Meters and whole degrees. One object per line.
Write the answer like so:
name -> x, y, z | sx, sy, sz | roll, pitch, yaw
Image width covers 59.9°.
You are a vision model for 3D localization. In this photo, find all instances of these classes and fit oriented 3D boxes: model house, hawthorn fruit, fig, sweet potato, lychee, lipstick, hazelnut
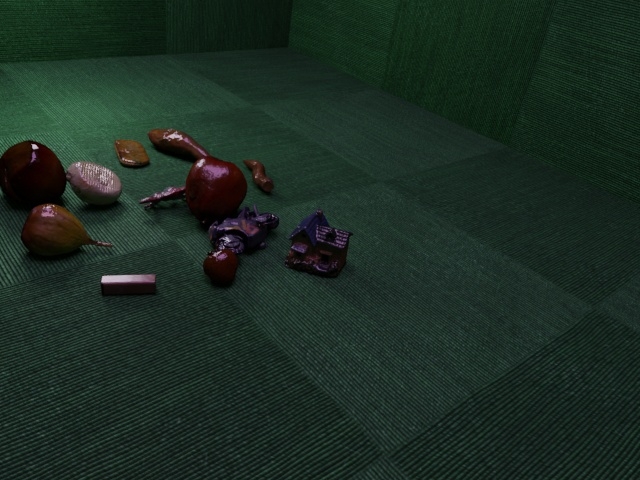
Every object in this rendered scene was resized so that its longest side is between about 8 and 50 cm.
model house -> 0.000, 0.000, 1.799 | 0.183, 0.172, 0.166 | 18, 32, 13
hawthorn fruit -> -0.375, -0.162, 1.938 | 0.224, 0.224, 0.260 | 11, 65, 3
fig -> -0.764, -0.018, 1.690 | 0.257, 0.159, 0.159 | 18, 28, -20
sweet potato -> -0.576, -0.400, 2.357 | 0.386, 0.109, 0.109 | 23, 35, 20
lychee -> -0.297, 0.063, 1.673 | 0.101, 0.114, 0.140 | 21, 52, -37
lipstick -> -0.544, 0.125, 1.578 | 0.146, 0.045, 0.045 | -1, 31, -14
hazelnut -> -0.981, -0.227, 1.895 | 0.252, 0.217, 0.217 | 1, 23, 36
sweet potato -> -0.252, -0.274, 2.276 | 0.067, 0.059, 0.281 | -33, 35, 1

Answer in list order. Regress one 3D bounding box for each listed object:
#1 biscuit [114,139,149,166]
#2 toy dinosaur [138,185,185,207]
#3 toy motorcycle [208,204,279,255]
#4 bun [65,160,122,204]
biscuit -> -0.788, -0.365, 2.315 | 0.119, 0.028, 0.247 | -2, 33, -29
toy dinosaur -> -0.524, -0.171, 2.000 | 0.242, 0.053, 0.167 | -17, 6, -9
toy motorcycle -> -0.267, -0.034, 1.851 | 0.174, 0.108, 0.307 | 16, 30, 21
bun -> -0.794, -0.196, 1.937 | 0.188, 0.111, 0.164 | 20, 42, -43
